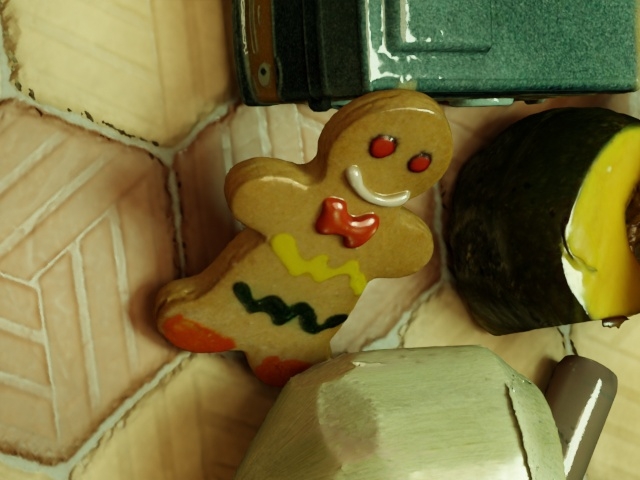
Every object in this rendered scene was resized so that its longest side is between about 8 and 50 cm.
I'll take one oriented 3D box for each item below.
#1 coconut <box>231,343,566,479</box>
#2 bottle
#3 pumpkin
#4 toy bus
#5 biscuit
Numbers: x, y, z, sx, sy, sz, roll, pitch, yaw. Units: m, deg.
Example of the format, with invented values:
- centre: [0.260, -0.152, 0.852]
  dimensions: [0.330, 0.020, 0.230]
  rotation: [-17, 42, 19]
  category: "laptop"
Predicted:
- centre: [0.047, 0.174, 1.304]
  dimensions: [0.234, 0.224, 0.224]
  rotation: [-6, 94, -6]
  category: "coconut"
- centre: [0.187, 0.161, 1.490]
  dimensions: [0.053, 0.053, 0.140]
  rotation: [33, 73, -30]
  category: "bottle"
- centre: [0.232, 0.026, 1.468]
  dimensions: [0.280, 0.139, 0.190]
  rotation: [44, 63, -23]
  category: "pumpkin"
- centre: [0.087, -0.161, 1.350]
  dimensions: [0.275, 0.167, 0.138]
  rotation: [-3, 93, -34]
  category: "toy bus"
- centre: [0.000, 0.000, 1.279]
  dimensions: [0.165, 0.036, 0.250]
  rotation: [22, 120, -32]
  category: "biscuit"
